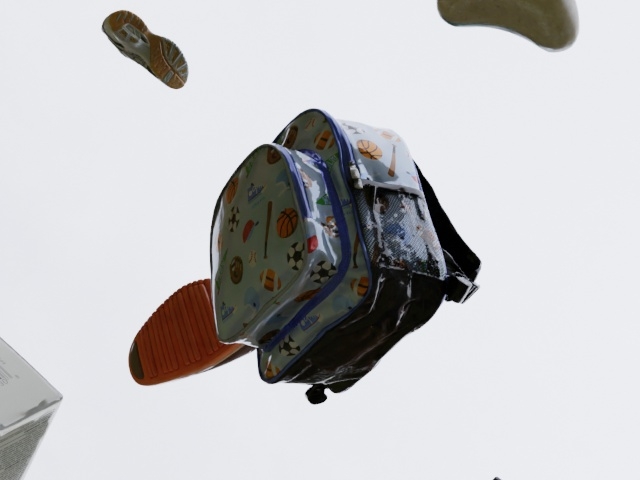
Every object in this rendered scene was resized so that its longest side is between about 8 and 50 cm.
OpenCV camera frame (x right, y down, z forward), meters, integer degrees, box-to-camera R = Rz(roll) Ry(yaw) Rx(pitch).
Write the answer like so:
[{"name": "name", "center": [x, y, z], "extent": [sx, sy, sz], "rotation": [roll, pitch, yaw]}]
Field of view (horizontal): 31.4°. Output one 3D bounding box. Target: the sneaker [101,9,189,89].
[{"name": "sneaker", "center": [-0.143, -0.156, 0.928], "extent": [0.083, 0.032, 0.037], "rotation": [45, -22, -27]}]

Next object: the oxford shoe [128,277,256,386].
[{"name": "oxford shoe", "center": [-0.093, 0.108, 1.530], "extent": [0.364, 0.133, 0.130], "rotation": [-28, -123, 17]}]

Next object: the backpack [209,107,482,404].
[{"name": "backpack", "center": [0.000, 0.000, 1.207], "extent": [0.276, 0.213, 0.263], "rotation": [-41, -139, 38]}]

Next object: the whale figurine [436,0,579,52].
[{"name": "whale figurine", "center": [0.174, -0.256, 0.862], "extent": [0.216, 0.141, 0.272], "rotation": [16, -106, 10]}]

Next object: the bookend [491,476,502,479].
[{"name": "bookend", "center": [0.133, 0.337, 1.122], "extent": [0.072, 0.156, 0.157], "rotation": [34, -54, 42]}]

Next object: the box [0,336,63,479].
[{"name": "box", "center": [-0.387, 0.223, 1.157], "extent": [0.127, 0.149, 0.232], "rotation": [39, -61, 15]}]
